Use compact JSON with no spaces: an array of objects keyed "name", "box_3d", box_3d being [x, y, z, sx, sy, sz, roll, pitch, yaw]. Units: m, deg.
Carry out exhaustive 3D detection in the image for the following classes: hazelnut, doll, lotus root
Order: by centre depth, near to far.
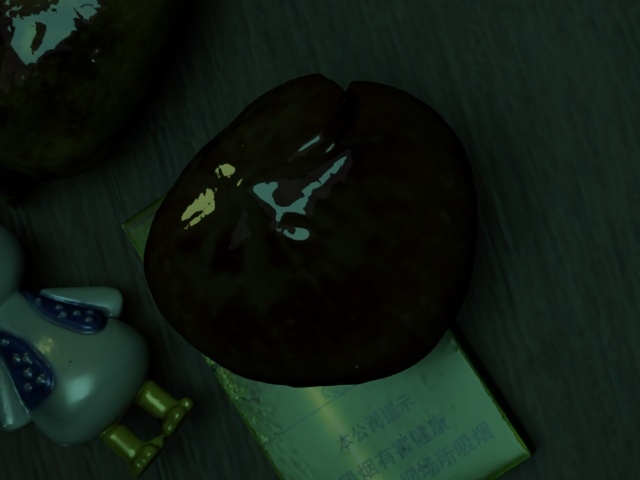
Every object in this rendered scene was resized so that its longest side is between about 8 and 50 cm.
[{"name":"hazelnut","box_3d":[0.000,0.000,1.328,0.234,0.218,0.218,-42,82,7]},{"name":"lotus root","box_3d":[-0.193,-0.159,1.441,0.169,0.141,0.314,34,105,5]},{"name":"doll","box_3d":[-0.228,0.063,1.469,0.293,0.119,0.138,37,74,10]}]

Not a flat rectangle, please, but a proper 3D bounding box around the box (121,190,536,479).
[{"name":"box","box_3d":[0.004,0.071,1.454,0.173,0.043,0.311,-33,83,11]}]
